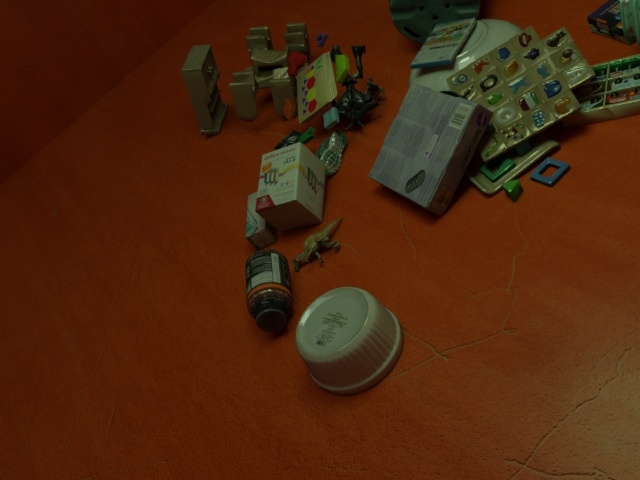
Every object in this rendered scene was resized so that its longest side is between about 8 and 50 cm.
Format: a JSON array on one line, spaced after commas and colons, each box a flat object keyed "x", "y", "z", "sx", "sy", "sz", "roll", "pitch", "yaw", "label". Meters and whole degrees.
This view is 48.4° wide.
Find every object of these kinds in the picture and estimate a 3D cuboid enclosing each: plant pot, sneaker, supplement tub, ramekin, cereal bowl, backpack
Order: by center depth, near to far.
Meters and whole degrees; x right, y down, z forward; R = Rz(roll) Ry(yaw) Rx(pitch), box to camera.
[{"x": 0.049, "y": 0.188, "z": 1.403, "sx": 0.207, "sy": 0.109, "sz": 0.207, "roll": -22, "pitch": 38, "yaw": 19, "label": "ramekin"}, {"x": 0.725, "y": -0.498, "z": 1.523, "sx": 0.144, "sy": 0.166, "sz": 0.188, "roll": 1, "pitch": 29, "yaw": 36, "label": "backpack"}, {"x": -0.118, "y": 0.116, "z": 1.627, "sx": 0.106, "sy": 0.106, "sz": 0.198, "roll": -27, "pitch": 37, "yaw": 14, "label": "supplement tub"}, {"x": 0.372, "y": -0.457, "z": 1.828, "sx": 0.339, "sy": 0.141, "sz": 0.339, "roll": -23, "pitch": 38, "yaw": 20, "label": "cereal bowl"}, {"x": 0.019, "y": -0.230, "z": 1.952, "sx": 0.076, "sy": 0.065, "sz": 0.166, "roll": -25, "pitch": 31, "yaw": 44, "label": "sneaker"}, {"x": 0.336, "y": -0.777, "z": 2.081, "sx": 0.341, "sy": 0.341, "sz": 0.334, "roll": -15, "pitch": 48, "yaw": 28, "label": "plant pot"}]

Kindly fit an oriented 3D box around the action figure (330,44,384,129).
[{"x": 0.098, "y": -0.420, "z": 2.027, "sx": 0.164, "sy": 0.141, "sz": 0.276, "roll": -12, "pitch": 68, "yaw": 19, "label": "action figure"}]

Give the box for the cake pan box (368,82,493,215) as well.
[{"x": 0.246, "y": -0.220, "z": 1.638, "sx": 0.245, "sy": 0.070, "sz": 0.267, "roll": 34, "pitch": 102, "yaw": 52, "label": "cake pan box"}]

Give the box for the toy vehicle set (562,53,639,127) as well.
[{"x": 0.664, "y": -0.334, "z": 1.532, "sx": 0.266, "sy": 0.035, "sz": 0.166, "roll": -8, "pitch": 44, "yaw": 34, "label": "toy vehicle set"}]

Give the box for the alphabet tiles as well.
[{"x": 0.426, "y": -0.334, "z": 1.607, "sx": 0.342, "sy": 0.011, "sz": 0.285, "roll": -30, "pitch": 50, "yaw": 20, "label": "alphabet tiles"}]

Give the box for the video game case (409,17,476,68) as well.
[{"x": 0.309, "y": -0.496, "z": 1.791, "sx": 0.119, "sy": 0.015, "sz": 0.166, "roll": 5, "pitch": 53, "yaw": 44, "label": "video game case"}]

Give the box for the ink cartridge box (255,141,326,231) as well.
[{"x": -0.074, "y": -0.135, "z": 1.819, "sx": 0.128, "sy": 0.127, "sz": 0.176, "roll": -14, "pitch": 56, "yaw": 30, "label": "ink cartridge box"}]

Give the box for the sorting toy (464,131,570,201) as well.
[{"x": 0.404, "y": -0.205, "z": 1.596, "sx": 0.196, "sy": 0.047, "sz": 0.348, "roll": -35, "pitch": 35, "yaw": 3, "label": "sorting toy"}]

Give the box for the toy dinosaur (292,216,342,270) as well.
[{"x": 0.000, "y": 0.000, "z": 1.703, "sx": 0.183, "sy": 0.053, "sz": 0.092, "roll": -47, "pitch": 35, "yaw": -13, "label": "toy dinosaur"}]

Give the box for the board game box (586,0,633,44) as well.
[{"x": 0.749, "y": -0.549, "z": 1.691, "sx": 0.170, "sy": 0.048, "sz": 0.141, "roll": -37, "pitch": 37, "yaw": 0, "label": "board game box"}]

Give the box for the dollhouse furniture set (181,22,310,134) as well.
[{"x": -0.232, "y": -0.517, "z": 2.399, "sx": 0.394, "sy": 0.256, "sz": 0.362, "roll": -2, "pitch": 45, "yaw": 10, "label": "dollhouse furniture set"}]

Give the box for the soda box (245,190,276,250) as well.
[{"x": -0.157, "y": -0.060, "z": 1.898, "sx": 0.063, "sy": 0.058, "sz": 0.183, "roll": -25, "pitch": 37, "yaw": 17, "label": "soda box"}]

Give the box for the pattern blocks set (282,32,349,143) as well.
[{"x": -0.014, "y": -0.436, "z": 2.030, "sx": 0.285, "sy": 0.026, "sz": 0.325, "roll": -18, "pitch": 64, "yaw": 49, "label": "pattern blocks set"}]

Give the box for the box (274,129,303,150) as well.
[{"x": -0.091, "y": -0.292, "z": 2.136, "sx": 0.083, "sy": 0.018, "sz": 0.067, "roll": -44, "pitch": 36, "yaw": -10, "label": "box"}]
